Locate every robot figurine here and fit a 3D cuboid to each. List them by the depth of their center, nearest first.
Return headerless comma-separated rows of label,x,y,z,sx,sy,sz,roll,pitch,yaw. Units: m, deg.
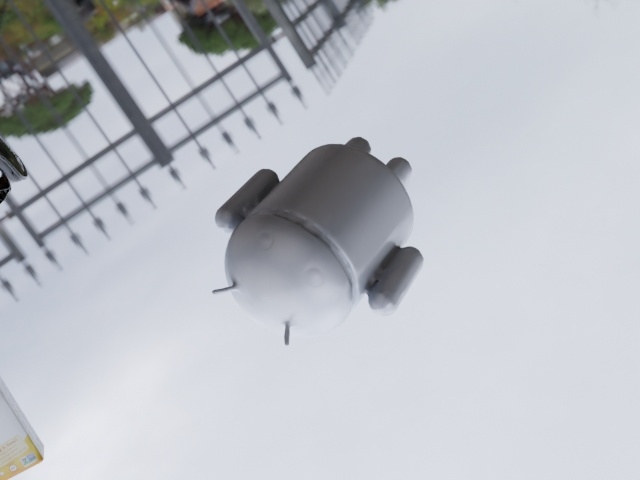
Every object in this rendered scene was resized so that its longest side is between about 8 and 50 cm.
robot figurine,0.000,0.000,1.504,0.300,0.199,0.353,27,-129,20

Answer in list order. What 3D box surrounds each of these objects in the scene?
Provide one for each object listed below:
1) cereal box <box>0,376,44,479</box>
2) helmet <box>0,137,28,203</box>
cereal box,-0.459,0.198,1.235,0.173,0.240,0.047,-28,-159,-5
helmet,-0.485,-0.088,1.379,0.169,0.169,0.161,-29,162,14
